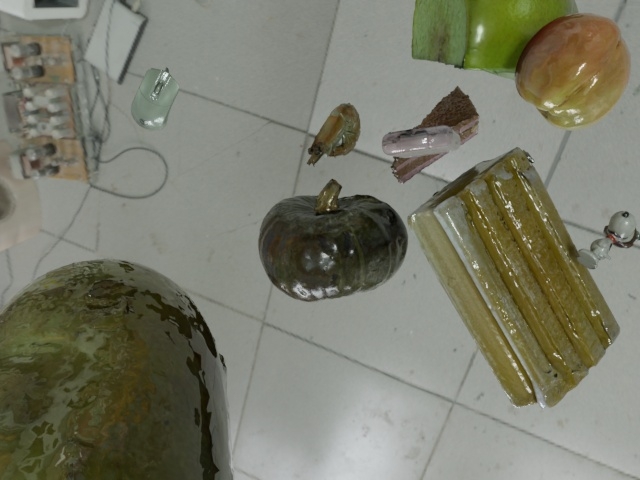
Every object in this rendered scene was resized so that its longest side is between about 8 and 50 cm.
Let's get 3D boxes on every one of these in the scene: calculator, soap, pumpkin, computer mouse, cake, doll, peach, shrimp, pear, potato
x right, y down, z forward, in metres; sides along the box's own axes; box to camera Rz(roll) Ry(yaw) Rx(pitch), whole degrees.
[{"bbox_3d":[0.149,-0.142,0.907,0.100,0.175,0.032,-6,93,18],"label":"calculator"},{"bbox_3d":[0.239,0.045,0.757,0.274,0.173,0.089,59,149,-6],"label":"soap"},{"bbox_3d":[0.000,0.000,1.292,0.324,0.232,0.242,2,106,28],"label":"pumpkin"},{"bbox_3d":[-0.239,-0.198,0.889,0.055,0.032,0.110,28,128,-11],"label":"computer mouse"},{"bbox_3d":[0.303,-0.261,1.623,0.295,0.116,0.113,-42,55,-8],"label":"cake"},{"bbox_3d":[0.342,0.002,0.734,0.040,0.058,0.085,38,87,36],"label":"doll"},{"bbox_3d":[0.416,-0.279,1.021,0.184,0.184,0.184,7,112,18],"label":"peach"},{"bbox_3d":[0.029,-0.210,1.288,0.041,0.180,0.099,12,141,38],"label":"shrimp"},{"bbox_3d":[0.368,-0.442,1.238,0.317,0.342,0.239,0,110,-10],"label":"pear"},{"bbox_3d":[-0.169,0.174,0.445,0.219,0.270,0.359,-8,64,1],"label":"potato"}]
